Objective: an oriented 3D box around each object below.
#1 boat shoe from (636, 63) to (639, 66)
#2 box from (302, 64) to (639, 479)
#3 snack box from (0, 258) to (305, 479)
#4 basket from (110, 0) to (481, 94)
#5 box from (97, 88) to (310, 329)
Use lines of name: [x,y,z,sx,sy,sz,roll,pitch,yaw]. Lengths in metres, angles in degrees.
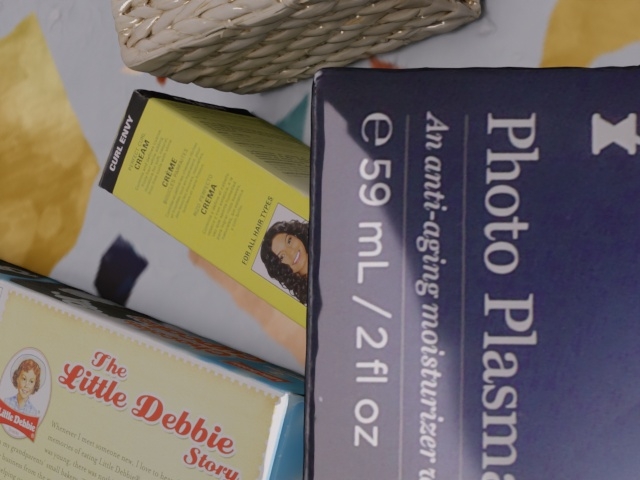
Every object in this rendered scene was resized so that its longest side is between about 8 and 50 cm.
boat shoe: [0.140,0.059,0.691,0.103,0.092,0.285,-2,82,40]
box: [0.148,0.102,0.545,0.294,0.183,0.296,0,82,7]
snack box: [-0.135,0.126,0.933,0.322,0.060,0.187,18,95,40]
basket: [-0.015,-0.142,0.842,0.167,0.113,0.103,-16,75,37]
box: [0.000,0.000,0.825,0.232,0.087,0.058,32,106,38]
